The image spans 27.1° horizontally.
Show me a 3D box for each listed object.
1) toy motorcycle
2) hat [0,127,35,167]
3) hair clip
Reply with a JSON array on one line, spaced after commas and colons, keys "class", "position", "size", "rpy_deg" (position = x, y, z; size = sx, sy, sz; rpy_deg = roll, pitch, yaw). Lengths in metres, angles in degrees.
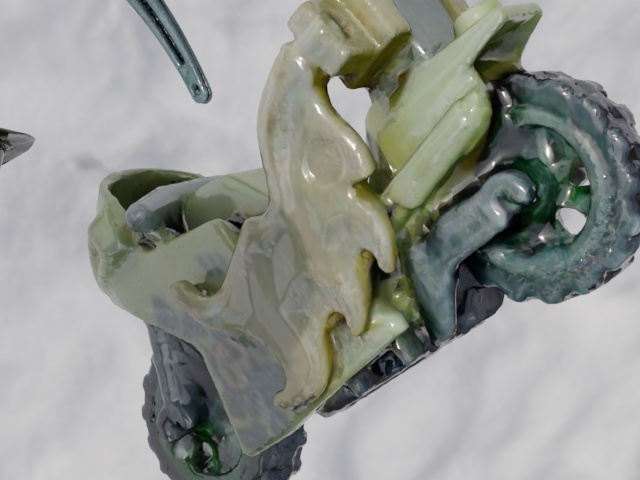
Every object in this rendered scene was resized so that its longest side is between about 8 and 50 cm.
[{"class": "toy motorcycle", "position": [0.000, 0.000, 0.805], "size": [0.410, 0.237, 0.169], "rpy_deg": [-37, 171, 35]}, {"class": "hat", "position": [-0.350, -0.084, 1.353], "size": [0.121, 0.050, 0.121], "rpy_deg": [-2, 158, -1]}, {"class": "hair clip", "position": [-0.169, -0.227, 1.250], "size": [0.039, 0.070, 0.229], "rpy_deg": [-30, 109, 30]}]
